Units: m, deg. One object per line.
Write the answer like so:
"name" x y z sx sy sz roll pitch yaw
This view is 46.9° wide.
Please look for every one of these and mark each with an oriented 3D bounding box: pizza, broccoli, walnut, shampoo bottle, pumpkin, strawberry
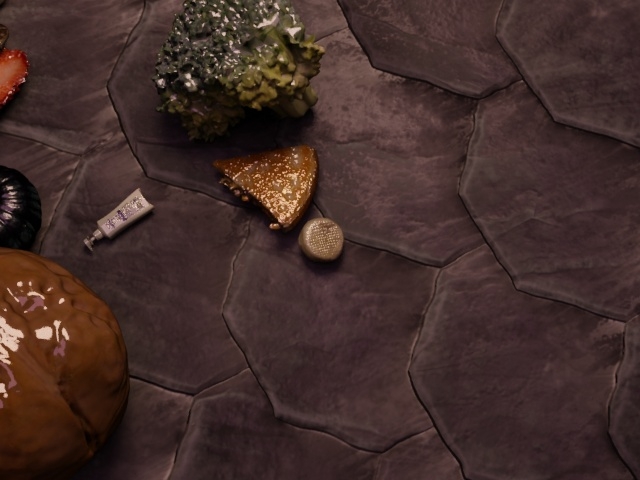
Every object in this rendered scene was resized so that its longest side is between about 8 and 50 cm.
"pizza" -0.106 -0.110 1.370 0.199 0.062 0.188 17 63 8
"broccoli" -0.120 -0.331 1.325 0.348 0.281 0.293 -1 61 39
"walnut" -0.495 0.201 1.151 0.398 0.308 0.354 45 45 8
"shampoo bottle" -0.374 -0.036 1.351 0.141 0.034 0.049 -38 87 -10
"pumpkin" -0.589 -0.046 1.294 0.194 0.150 0.194 -6 71 18
"strawberry" -0.635 -0.268 1.376 0.208 0.087 0.167 -19 64 -20

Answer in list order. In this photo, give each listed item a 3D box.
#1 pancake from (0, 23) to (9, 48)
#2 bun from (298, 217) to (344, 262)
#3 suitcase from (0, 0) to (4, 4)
"pancake" -0.675 -0.367 1.383 0.191 0.020 0.184 12 43 27
"bun" 0.000 0.000 1.348 0.086 0.055 0.086 2 81 -15
"suitcase" -0.807 -0.553 1.384 0.352 0.194 0.339 -25 76 -8
